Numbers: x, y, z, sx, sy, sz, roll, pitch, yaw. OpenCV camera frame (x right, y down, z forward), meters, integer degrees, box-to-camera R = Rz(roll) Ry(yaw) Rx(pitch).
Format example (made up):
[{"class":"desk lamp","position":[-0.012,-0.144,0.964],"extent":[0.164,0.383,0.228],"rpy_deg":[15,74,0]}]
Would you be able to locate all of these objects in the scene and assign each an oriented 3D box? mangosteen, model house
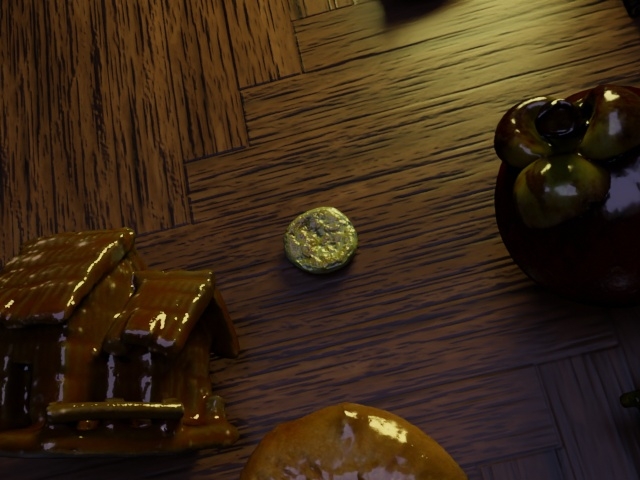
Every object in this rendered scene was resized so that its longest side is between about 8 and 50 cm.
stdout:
[{"class":"mangosteen","position":[0.251,-0.051,0.724],"extent":[0.215,0.257,0.215],"rpy_deg":[-16,63,34]},{"class":"model house","position":[-0.207,0.095,0.771],"extent":[0.199,0.219,0.229],"rpy_deg":[-10,77,23]}]

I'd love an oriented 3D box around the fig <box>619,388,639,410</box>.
[{"class":"fig","position":[0.342,0.153,0.653],"extent":[0.177,0.117,0.117],"rpy_deg":[18,71,20]}]

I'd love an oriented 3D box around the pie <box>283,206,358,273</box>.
[{"class":"pie","position":[0.000,0.002,0.877],"extent":[0.084,0.021,0.084],"rpy_deg":[-2,66,5]}]

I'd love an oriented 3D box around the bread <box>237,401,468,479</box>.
[{"class":"bread","position":[0.032,0.281,0.685],"extent":[0.268,0.146,0.268],"rpy_deg":[-2,69,6]}]

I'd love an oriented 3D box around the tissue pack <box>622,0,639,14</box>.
[{"class":"tissue pack","position":[0.348,-0.430,0.829],"extent":[0.123,0.332,0.245],"rpy_deg":[-12,66,15]}]
